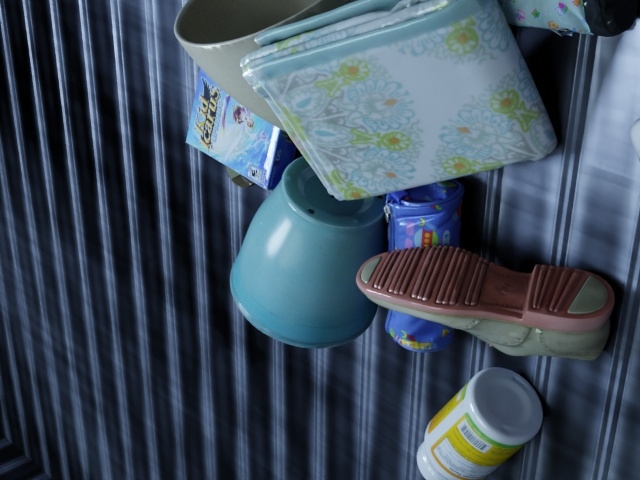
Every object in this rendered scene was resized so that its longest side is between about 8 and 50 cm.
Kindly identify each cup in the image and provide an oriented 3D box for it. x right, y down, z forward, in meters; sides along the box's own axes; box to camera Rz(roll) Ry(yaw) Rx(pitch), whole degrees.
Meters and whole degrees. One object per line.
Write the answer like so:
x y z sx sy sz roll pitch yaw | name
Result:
-0.034 -0.311 1.757 0.331 0.331 0.237 14 141 47 | cup

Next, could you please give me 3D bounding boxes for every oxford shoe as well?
0.244 0.112 1.680 0.396 0.140 0.147 11 136 23 | oxford shoe

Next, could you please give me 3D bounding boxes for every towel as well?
0.113 -0.207 1.570 0.374 0.090 0.320 -11 139 25 | towel

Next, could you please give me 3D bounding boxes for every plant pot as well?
0.000 0.000 1.881 0.271 0.271 0.255 45 139 26 | plant pot

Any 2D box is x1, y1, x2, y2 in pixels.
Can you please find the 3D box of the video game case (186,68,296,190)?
-0.133 -0.263 2.028 0.244 0.061 0.270 32 118 38 | video game case

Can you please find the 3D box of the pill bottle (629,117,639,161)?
0.538 0.006 1.258 0.229 0.229 0.408 -23 90 54 | pill bottle

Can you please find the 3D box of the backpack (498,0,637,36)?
0.313 -0.341 1.435 0.182 0.115 0.152 17 121 42 | backpack

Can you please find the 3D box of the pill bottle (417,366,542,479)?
0.260 0.329 1.861 0.136 0.136 0.246 53 142 17 | pill bottle

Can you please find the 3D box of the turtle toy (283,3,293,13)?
-0.088 -0.419 1.929 0.095 0.066 0.130 40 145 -5 | turtle toy

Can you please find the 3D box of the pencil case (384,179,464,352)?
0.166 0.036 1.812 0.119 0.133 0.306 -118 23 -59 | pencil case

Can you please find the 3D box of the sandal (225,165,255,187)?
-0.102 -0.172 2.099 0.219 0.060 0.090 -38 70 37 | sandal
